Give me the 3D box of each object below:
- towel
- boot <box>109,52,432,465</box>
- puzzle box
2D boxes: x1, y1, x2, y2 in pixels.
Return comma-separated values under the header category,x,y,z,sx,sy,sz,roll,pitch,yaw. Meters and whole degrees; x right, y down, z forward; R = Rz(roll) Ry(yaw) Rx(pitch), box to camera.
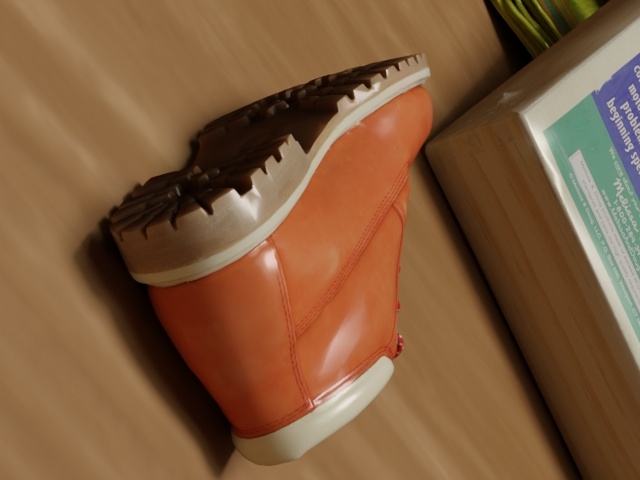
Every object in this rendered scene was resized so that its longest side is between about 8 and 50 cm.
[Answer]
category,x,y,z,sx,sy,sz,roll,pitch,yaw
towel,0.147,-0.107,0.942,0.102,0.021,0.237,55,23,3
boot,0.000,0.000,0.529,0.084,0.059,0.158,65,32,-15
puzzle box,0.213,0.078,0.821,0.272,0.052,0.409,-37,105,-47
